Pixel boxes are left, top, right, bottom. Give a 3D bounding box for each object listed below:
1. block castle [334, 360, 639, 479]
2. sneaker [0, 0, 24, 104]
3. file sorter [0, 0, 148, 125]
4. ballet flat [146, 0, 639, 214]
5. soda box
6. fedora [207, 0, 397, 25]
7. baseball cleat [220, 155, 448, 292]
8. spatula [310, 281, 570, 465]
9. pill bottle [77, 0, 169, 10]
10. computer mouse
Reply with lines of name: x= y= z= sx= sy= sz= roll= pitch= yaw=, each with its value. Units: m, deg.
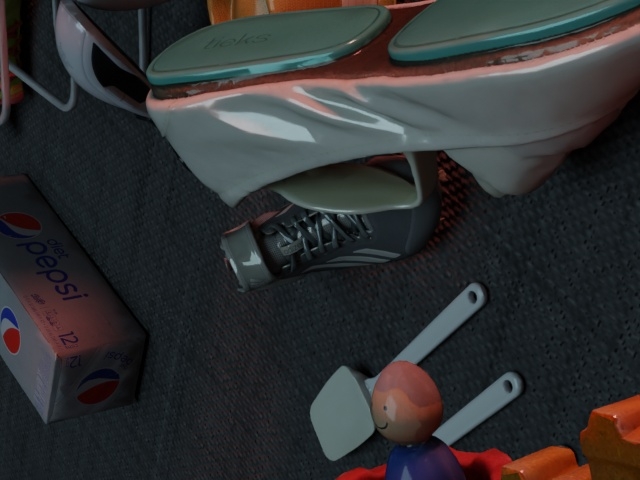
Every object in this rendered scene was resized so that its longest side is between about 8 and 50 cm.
block castle: x=0.231 y=0.125 z=0.523 sx=0.453 sy=0.303 sz=0.213 roll=4 pitch=110 yaw=56
sneaker: x=-0.329 y=-0.185 z=1.468 sx=0.094 sy=0.081 sz=0.208 roll=38 pitch=129 yaw=5
file sorter: x=-0.304 y=-0.197 z=1.239 sx=0.193 sy=0.277 sz=0.173 roll=33 pitch=130 yaw=47
ballet flat: x=0.065 y=-0.083 z=0.848 sx=0.400 sy=0.139 sz=0.139 roll=-4 pitch=97 yaw=42
soda box: x=-0.283 y=0.051 z=1.440 sx=0.286 sy=0.098 sz=0.091 roll=46 pitch=134 yaw=38
fedora: x=-0.024 y=-0.168 z=1.004 sx=0.194 sy=0.079 sz=0.194 roll=22 pitch=117 yaw=52
baseball cleat: x=0.000 y=0.000 z=0.993 sx=0.206 sy=0.109 sz=0.072 roll=-27 pitch=88 yaw=59
spatula: x=0.075 y=0.139 z=1.009 sx=0.242 sy=0.019 sz=0.168 roll=-51 pitch=58 yaw=50
pill bottle: x=-0.164 y=-0.319 z=1.102 sx=0.146 sy=0.146 sz=0.264 roll=-40 pitch=67 yaw=53
computer mouse: x=-0.158 y=-0.122 z=1.151 sx=0.042 sy=0.193 sz=0.106 roll=-42 pitch=53 yaw=2
